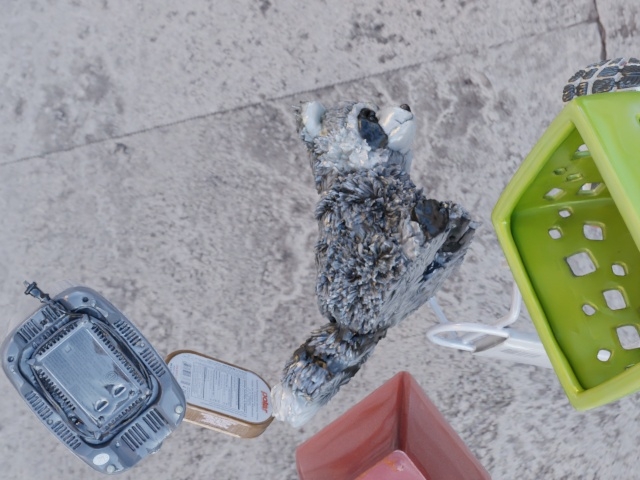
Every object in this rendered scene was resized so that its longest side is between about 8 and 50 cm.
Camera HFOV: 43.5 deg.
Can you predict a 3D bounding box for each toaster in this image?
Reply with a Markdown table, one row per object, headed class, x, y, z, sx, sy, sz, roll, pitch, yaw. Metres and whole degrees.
| class | x | y | z | sx | sy | sz | roll | pitch | yaw |
| --- | --- | --- | --- | --- | --- | --- | --- | --- | --- |
| toaster | -0.251 | 0.130 | 0.849 | 0.129 | 0.146 | 0.227 | -42 | 108 | -15 |

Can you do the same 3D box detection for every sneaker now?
| class | x | y | z | sx | sy | sz | roll | pitch | yaw |
| --- | --- | --- | --- | --- | --- | --- | --- | --- | --- |
| sneaker | 0.389 | -0.138 | 1.110 | 0.107 | 0.118 | 0.279 | 3 | 55 | 32 |

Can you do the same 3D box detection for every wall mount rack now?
| class | x | y | z | sx | sy | sz | roll | pitch | yaw |
| --- | --- | --- | --- | --- | --- | --- | --- | --- | --- |
| wall mount rack | 0.307 | 0.122 | 1.195 | 0.350 | 0.304 | 0.130 | 13 | 70 | -14 |

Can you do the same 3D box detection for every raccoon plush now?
| class | x | y | z | sx | sy | sz | roll | pitch | yaw |
| --- | --- | --- | --- | --- | --- | --- | --- | --- | --- |
| raccoon plush | 0.000 | 0.000 | 1.138 | 0.446 | 0.216 | 0.299 | -45 | 67 | -5 |

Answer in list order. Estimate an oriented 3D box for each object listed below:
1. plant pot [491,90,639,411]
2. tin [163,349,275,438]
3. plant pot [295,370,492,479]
| class | x | y | z | sx | sy | sz | roll | pitch | yaw |
| --- | --- | --- | --- | --- | --- | --- | --- | --- | --- |
| plant pot | 0.315 | 0.001 | 0.724 | 0.207 | 0.227 | 0.228 | -15 | 69 | -13 |
| tin | -0.149 | 0.219 | 1.147 | 0.040 | 0.190 | 0.106 | -49 | 29 | 36 |
| plant pot | 0.121 | 0.427 | 1.358 | 0.267 | 0.236 | 0.267 | -38 | 92 | 8 |
